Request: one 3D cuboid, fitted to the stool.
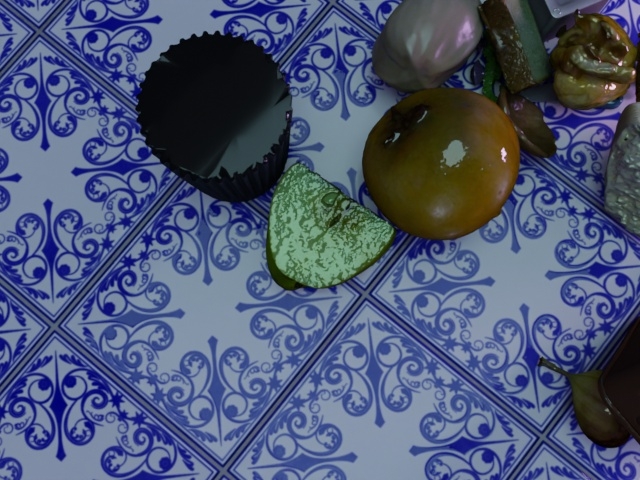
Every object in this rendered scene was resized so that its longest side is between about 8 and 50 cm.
[{"bbox_3d":[-0.198,-0.232,1.421,0.297,0.330,0.297,0,83,0],"label":"stool"}]

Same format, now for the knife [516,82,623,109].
[{"bbox_3d":[0.582,-0.343,1.589,0.244,0.032,0.058,6,82,5],"label":"knife"}]

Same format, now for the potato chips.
[{"bbox_3d":[0.449,-0.257,1.515,0.195,0.208,0.062,40,126,-15],"label":"potato chips"}]

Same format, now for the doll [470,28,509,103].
[{"bbox_3d":[0.409,-0.408,1.585,0.115,0.050,0.190,4,86,-6],"label":"doll"}]

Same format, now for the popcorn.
[{"bbox_3d":[0.592,-0.386,1.489,0.190,0.254,0.191,-45,74,31],"label":"popcorn"}]

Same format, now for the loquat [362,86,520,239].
[{"bbox_3d":[0.265,-0.147,1.434,0.328,0.328,0.359,-51,128,-6],"label":"loquat"}]

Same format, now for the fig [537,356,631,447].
[{"bbox_3d":[0.578,0.327,1.436,0.231,0.143,0.160,37,102,3],"label":"fig"}]

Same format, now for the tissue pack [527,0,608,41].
[{"bbox_3d":[0.535,-0.612,1.566,0.160,0.136,0.246,-21,83,-2],"label":"tissue pack"}]

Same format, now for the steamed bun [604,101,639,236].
[{"bbox_3d":[0.753,-0.144,1.469,0.291,0.273,0.272,20,126,6],"label":"steamed bun"}]

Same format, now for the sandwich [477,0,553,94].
[{"bbox_3d":[0.439,-0.442,1.510,0.065,0.186,0.214,-18,97,38],"label":"sandwich"}]

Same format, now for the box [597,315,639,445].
[{"bbox_3d":[0.751,0.259,1.320,0.339,0.229,0.239,-32,82,-44],"label":"box"}]

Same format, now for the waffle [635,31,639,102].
[{"bbox_3d":[0.745,-0.405,1.510,0.070,0.197,0.193,3,70,21],"label":"waffle"}]

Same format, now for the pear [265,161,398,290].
[{"bbox_3d":[0.000,0.000,1.479,0.293,0.159,0.292,-1,81,4],"label":"pear"}]

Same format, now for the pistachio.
[{"bbox_3d":[0.250,-0.466,1.525,0.226,0.207,0.331,23,67,40],"label":"pistachio"}]
